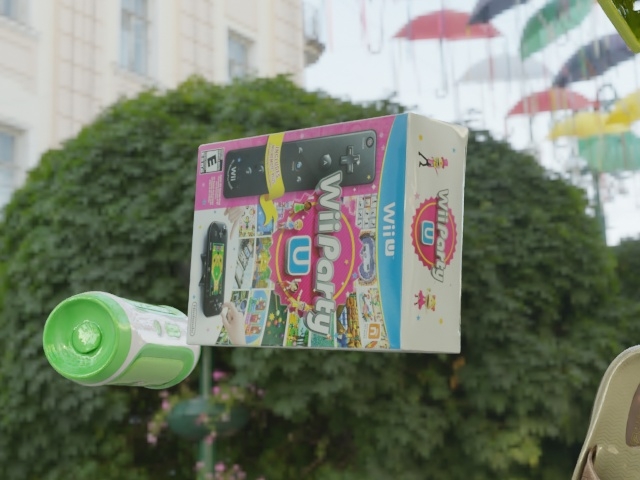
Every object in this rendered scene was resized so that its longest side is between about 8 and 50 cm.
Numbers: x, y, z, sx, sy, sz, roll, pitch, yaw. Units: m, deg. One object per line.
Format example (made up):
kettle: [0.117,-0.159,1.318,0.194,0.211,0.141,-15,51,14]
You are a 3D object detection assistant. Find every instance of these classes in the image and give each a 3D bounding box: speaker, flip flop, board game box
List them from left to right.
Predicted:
speaker: [-0.267,0.142,1.628,0.131,0.131,0.296,-5,-9,14]
board game box: [0.000,0.000,1.196,0.303,0.224,0.097,-4,-9,43]
flip flop: [0.274,0.227,1.028,0.112,0.277,0.080,14,-8,4]

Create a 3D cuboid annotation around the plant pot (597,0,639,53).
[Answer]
plant pot: [0.473,-0.433,1.625,0.227,0.207,0.228,-25,-40,23]
